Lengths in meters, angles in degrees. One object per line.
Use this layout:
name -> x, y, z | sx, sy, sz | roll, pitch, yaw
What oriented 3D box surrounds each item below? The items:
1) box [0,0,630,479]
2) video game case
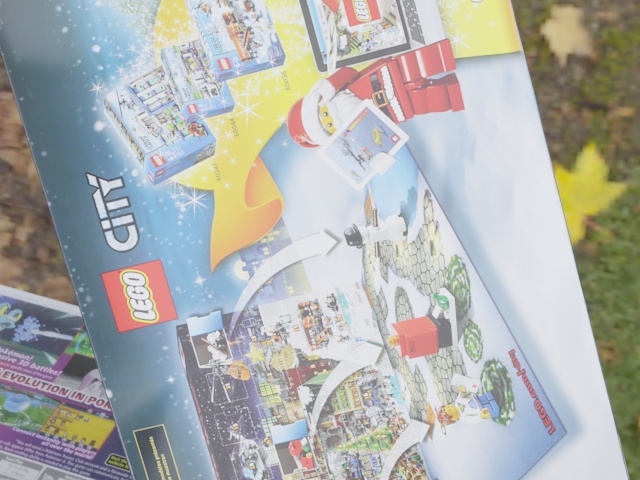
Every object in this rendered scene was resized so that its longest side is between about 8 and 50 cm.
box -> 0.000, 0.000, 0.526 | 0.159, 0.044, 0.233 | -13, 101, 9
video game case -> -0.125, 0.107, 0.780 | 0.183, 0.201, 0.023 | -58, 154, -43
